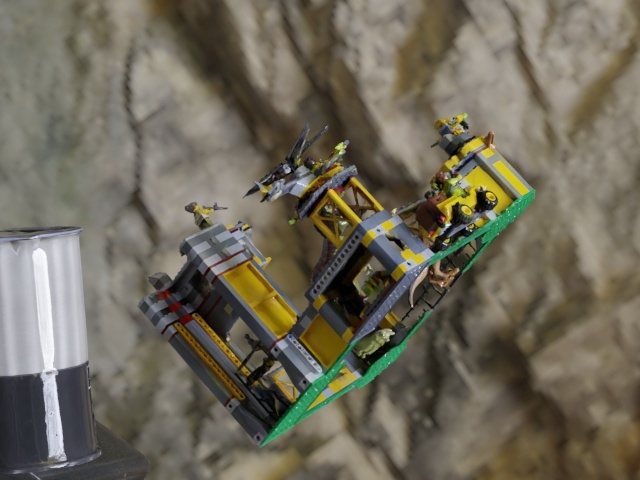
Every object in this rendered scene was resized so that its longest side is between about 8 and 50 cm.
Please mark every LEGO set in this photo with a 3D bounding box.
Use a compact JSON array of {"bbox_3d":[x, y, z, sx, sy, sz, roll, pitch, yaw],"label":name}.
[{"bbox_3d":[0.000,0.000,1.638,0.255,0.192,0.331,-32,164,-40],"label":"LEGO set"}]

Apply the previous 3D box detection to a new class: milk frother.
[{"bbox_3d":[-0.209,0.064,1.117,0.143,0.134,0.129,-7,-176,-37],"label":"milk frother"}]

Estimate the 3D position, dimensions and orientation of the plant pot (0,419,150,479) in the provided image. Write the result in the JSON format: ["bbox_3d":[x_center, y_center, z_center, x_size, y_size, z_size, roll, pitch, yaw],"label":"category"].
[{"bbox_3d":[-0.279,0.206,1.575,0.187,0.188,0.167,-55,172,4],"label":"plant pot"}]
